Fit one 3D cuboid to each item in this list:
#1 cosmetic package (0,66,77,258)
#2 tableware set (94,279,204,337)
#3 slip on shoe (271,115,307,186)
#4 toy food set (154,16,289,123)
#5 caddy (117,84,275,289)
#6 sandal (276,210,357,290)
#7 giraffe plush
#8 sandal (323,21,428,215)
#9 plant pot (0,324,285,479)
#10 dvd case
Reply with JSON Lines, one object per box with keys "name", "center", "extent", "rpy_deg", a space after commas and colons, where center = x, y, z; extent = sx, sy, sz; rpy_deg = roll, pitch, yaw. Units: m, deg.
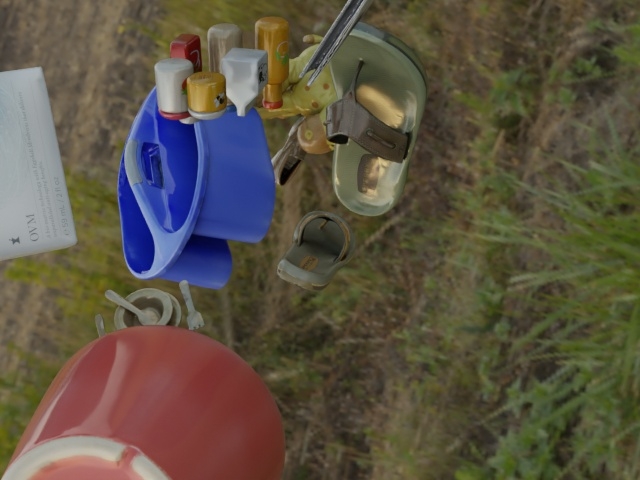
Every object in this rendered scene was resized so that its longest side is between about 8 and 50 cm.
{"name": "cosmetic package", "center": [-0.440, -0.081, 1.387], "extent": [0.138, 0.224, 0.224], "rpy_deg": [171, 87, -71]}
{"name": "tableware set", "center": [-0.199, 0.127, 1.340], "extent": [0.128, 0.039, 0.194], "rpy_deg": [-22, 49, -3]}
{"name": "slip on shoe", "center": [-0.038, -0.147, 1.813], "extent": [0.135, 0.051, 0.041], "rpy_deg": [-49, 44, 20]}
{"name": "toy food set", "center": [-0.108, -0.162, 1.216], "extent": [0.232, 0.111, 0.105], "rpy_deg": [-64, -23, -59]}
{"name": "caddy", "center": [-0.206, -0.089, 1.645], "extent": [0.241, 0.179, 0.341], "rpy_deg": [-49, 39, 33]}
{"name": "sandal", "center": [0.000, 0.000, 1.182], "extent": [0.180, 0.072, 0.049], "rpy_deg": [-56, -17, -67]}
{"name": "giraffe plush", "center": [0.004, -0.208, 1.745], "extent": [0.210, 0.181, 0.170], "rpy_deg": [-33, 77, 27]}
{"name": "sandal", "center": [0.057, -0.125, 1.309], "extent": [0.303, 0.120, 0.086], "rpy_deg": [87, -153, -47]}
{"name": "plant pot", "center": [-0.188, 0.241, 1.115], "extent": [0.275, 0.275, 0.243], "rpy_deg": [-64, -2, 13]}
{"name": "dvd case", "center": [0.063, -0.246, 0.961], "extent": [0.164, 0.018, 0.221], "rpy_deg": [-58, 5, -37]}
